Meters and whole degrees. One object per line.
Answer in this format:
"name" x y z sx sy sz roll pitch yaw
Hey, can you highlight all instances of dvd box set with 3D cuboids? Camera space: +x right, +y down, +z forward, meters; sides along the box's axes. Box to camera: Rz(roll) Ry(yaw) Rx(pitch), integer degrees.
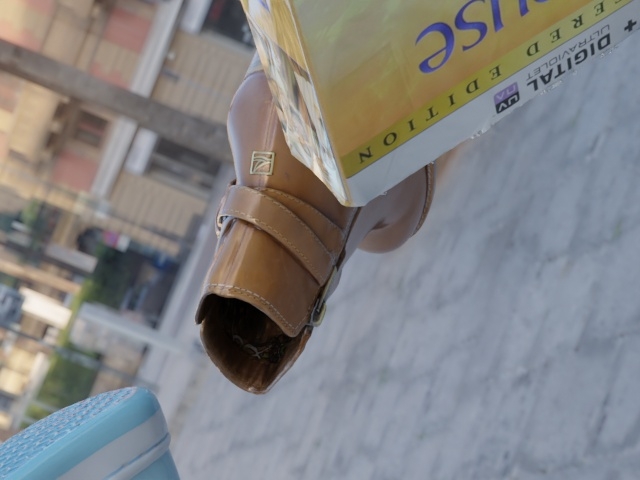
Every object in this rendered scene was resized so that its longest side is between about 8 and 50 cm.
"dvd box set" 0.079 -0.231 0.505 0.307 0.062 0.420 -32 -38 -12

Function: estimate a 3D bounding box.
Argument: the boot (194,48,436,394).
"boot" 0.000 0.000 0.913 0.283 0.109 0.220 78 -157 -62

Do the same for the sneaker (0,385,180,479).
"sneaker" -0.163 0.234 0.759 0.127 0.208 0.319 -14 14 46
